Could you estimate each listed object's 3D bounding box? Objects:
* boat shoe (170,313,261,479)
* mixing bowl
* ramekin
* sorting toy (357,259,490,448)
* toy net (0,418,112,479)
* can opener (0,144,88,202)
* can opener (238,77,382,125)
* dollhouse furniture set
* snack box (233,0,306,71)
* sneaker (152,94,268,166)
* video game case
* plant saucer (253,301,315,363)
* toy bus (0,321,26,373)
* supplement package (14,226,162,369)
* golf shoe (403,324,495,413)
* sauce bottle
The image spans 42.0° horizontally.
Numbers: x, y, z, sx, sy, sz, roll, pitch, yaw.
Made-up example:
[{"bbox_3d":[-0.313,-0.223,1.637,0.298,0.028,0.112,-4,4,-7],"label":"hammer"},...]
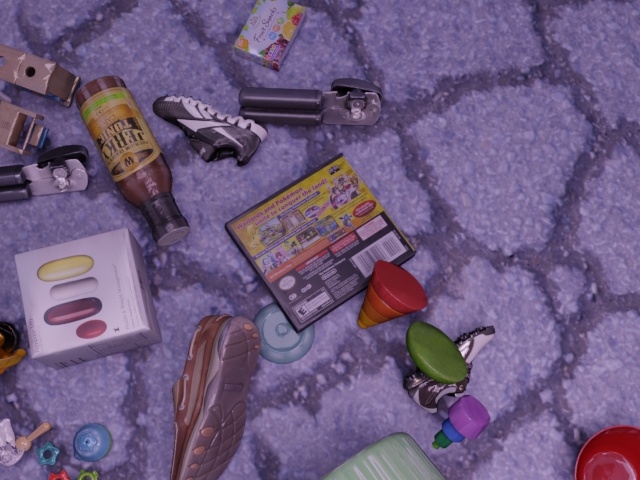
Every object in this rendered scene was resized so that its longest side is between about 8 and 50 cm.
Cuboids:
[{"bbox_3d":[-0.202,0.285,1.479,0.116,0.123,0.324,12,82,38],"label":"boat shoe"},{"bbox_3d":[0.518,0.414,1.444,0.181,0.098,0.181,0,75,0],"label":"mixing bowl"},{"bbox_3d":[0.070,0.442,1.336,0.303,0.303,0.148,-33,69,-9],"label":"ramekin"},{"bbox_3d":[0.158,0.207,1.458,0.126,0.127,0.365,-48,50,27],"label":"sorting toy"},{"bbox_3d":[-0.493,0.380,1.477,0.232,0.045,0.122,4,76,2],"label":"toy net"},{"bbox_3d":[-0.585,-0.119,1.610,0.280,0.074,0.093,-10,40,-5],"label":"can opener"},{"bbox_3d":[-0.019,-0.278,1.661,0.284,0.076,0.095,3,42,1],"label":"can opener"},{"bbox_3d":[-0.579,-0.266,1.620,0.129,0.129,0.183,20,90,6],"label":"dollhouse furniture set"},{"bbox_3d":[-0.102,-0.429,1.707,0.100,0.037,0.141,22,75,7],"label":"snack box"},{"bbox_3d":[-0.227,-0.210,1.624,0.234,0.078,0.106,19,73,3],"label":"sneaker"},{"bbox_3d":[0.000,0.000,1.579,0.275,0.035,0.248,-33,77,-14],"label":"video game case"},{"bbox_3d":[-0.070,0.169,1.548,0.119,0.021,0.119,0,75,0],"label":"plant saucer"},{"bbox_3d":[-0.676,0.200,1.481,0.220,0.149,0.211,40,91,7],"label":"toy bus"},{"bbox_3d":[-0.413,0.106,1.497,0.203,0.149,0.194,-15,75,-5],"label":"supplement package"},{"bbox_3d":[0.248,0.233,1.510,0.198,0.077,0.094,-37,81,1],"label":"golf shoe"},{"bbox_3d":[-0.352,-0.152,1.591,0.111,0.111,0.344,-29,76,-8],"label":"sauce bottle"}]
